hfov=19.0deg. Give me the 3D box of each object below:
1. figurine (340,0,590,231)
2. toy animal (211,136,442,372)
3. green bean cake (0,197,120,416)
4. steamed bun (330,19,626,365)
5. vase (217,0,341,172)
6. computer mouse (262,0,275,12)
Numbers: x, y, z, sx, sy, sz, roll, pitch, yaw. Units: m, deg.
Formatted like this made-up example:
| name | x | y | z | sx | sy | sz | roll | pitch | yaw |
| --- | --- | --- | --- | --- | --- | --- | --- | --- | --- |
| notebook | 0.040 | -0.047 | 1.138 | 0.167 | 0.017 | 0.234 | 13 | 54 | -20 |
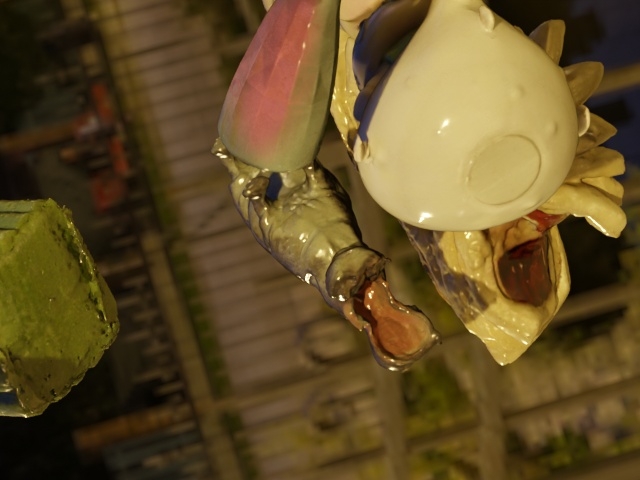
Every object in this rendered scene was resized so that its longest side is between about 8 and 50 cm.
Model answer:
| name | x | y | z | sx | sy | sz | roll | pitch | yaw |
| --- | --- | --- | --- | --- | --- | --- | --- | --- | --- |
| figurine | 0.099 | -0.196 | 1.755 | 0.394 | 0.226 | 0.274 | -118 | 33 | -47 |
| toy animal | -0.005 | -0.008 | 1.944 | 0.343 | 0.106 | 0.168 | 53 | 176 | 48 |
| green bean cake | -0.344 | 0.077 | 2.195 | 0.113 | 0.200 | 0.214 | -4 | 123 | 39 |
| steamed bun | 0.195 | -0.093 | 2.096 | 0.189 | 0.247 | 0.428 | -10 | 113 | 60 |
| vase | -0.016 | -0.158 | 1.484 | 0.086 | 0.086 | 0.214 | -113 | 31 | -41 |
| computer mouse | -0.027 | -0.271 | 1.957 | 0.039 | 0.066 | 0.096 | -6 | 72 | 43 |
